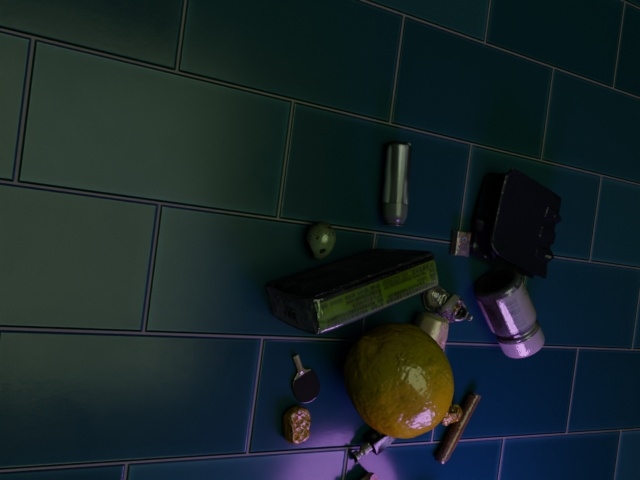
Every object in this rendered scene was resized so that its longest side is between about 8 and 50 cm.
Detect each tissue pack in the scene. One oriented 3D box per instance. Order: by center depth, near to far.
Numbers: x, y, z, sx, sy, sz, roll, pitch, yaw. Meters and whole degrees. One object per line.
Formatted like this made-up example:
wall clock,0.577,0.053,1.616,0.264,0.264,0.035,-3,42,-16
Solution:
tissue pack,0.086,0.128,1.749,0.394,0.288,0.124,-18,100,-27
tissue pack,0.461,0.010,2.094,0.063,0.035,0.083,5,91,-31

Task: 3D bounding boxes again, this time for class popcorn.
popcorn,0.426,0.565,2.115,0.084,0.084,0.084,-3,96,-29

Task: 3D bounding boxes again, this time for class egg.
egg,0.000,0.000,1.806,0.085,0.085,0.110,5,108,-30

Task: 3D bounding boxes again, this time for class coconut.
coconut,0.344,0.293,2.010,0.116,0.116,0.122,22,83,-29

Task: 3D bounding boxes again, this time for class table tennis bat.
table tennis bat,-0.049,0.401,1.853,0.087,0.013,0.156,-25,107,-25

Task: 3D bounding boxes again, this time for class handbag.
handbag,0.669,-0.051,2.154,0.329,0.122,0.303,21,78,-31

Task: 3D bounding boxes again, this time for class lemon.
lemon,0.228,0.401,1.841,0.336,0.336,0.336,-3,96,-29

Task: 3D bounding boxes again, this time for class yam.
yam,0.461,0.630,2.141,0.046,0.046,0.264,39,76,-26

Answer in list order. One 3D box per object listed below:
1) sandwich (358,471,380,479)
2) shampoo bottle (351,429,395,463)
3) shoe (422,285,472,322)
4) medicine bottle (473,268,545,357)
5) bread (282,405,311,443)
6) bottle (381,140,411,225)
sandwich,0.166,0.792,1.982,0.193,0.058,0.162,-5,96,-30
shampoo bottle,0.185,0.616,1.979,0.207,0.057,0.063,-29,115,-22
shoe,0.410,0.210,2.049,0.180,0.092,0.089,39,76,-26
medicine bottle,0.635,0.245,2.140,0.165,0.165,0.273,-37,112,-22
bread,-0.066,0.531,1.837,0.083,0.044,0.111,-4,94,-30
bottle,0.232,-0.170,1.929,0.096,0.079,0.254,-1,95,-68
